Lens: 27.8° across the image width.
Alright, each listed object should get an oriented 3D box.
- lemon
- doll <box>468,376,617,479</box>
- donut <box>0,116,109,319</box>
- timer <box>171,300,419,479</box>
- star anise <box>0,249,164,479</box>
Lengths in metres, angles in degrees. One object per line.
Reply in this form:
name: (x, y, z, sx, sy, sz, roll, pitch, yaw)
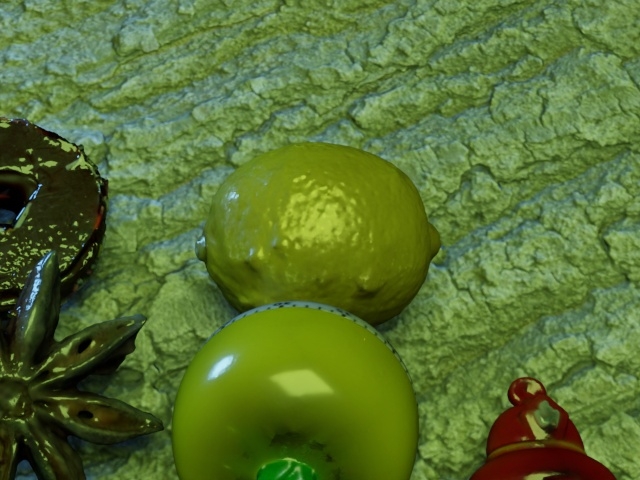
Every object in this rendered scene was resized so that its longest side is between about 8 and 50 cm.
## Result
lemon: (0.000, 0.000, 1.489, 0.288, 0.233, 0.233, 2, 61, -9)
doll: (0.240, 0.311, 1.380, 0.182, 0.160, 0.363, 3, 58, -6)
donut: (-0.379, -0.023, 1.526, 0.269, 0.103, 0.270, 4, 60, -7)
timer: (-0.029, 0.211, 1.305, 0.285, 0.285, 0.285, 3, 61, -5)
star anise: (-0.329, 0.169, 1.392, 0.331, 0.117, 0.332, 0, 88, -11)
